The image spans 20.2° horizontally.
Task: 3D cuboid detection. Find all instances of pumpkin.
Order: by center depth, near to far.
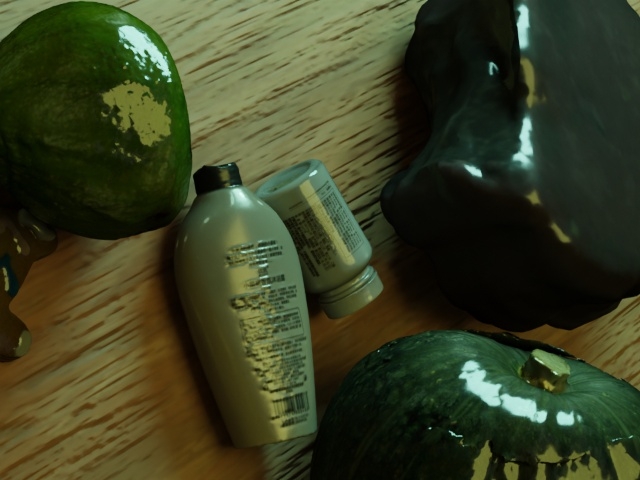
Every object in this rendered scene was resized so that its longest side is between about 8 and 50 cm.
[{"bbox_3d":[0.160,0.219,1.624,0.328,0.291,0.257,11,108,-18],"label":"pumpkin"}]

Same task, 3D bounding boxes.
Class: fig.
[{"bbox_3d":[-0.228,-0.088,1.465,0.235,0.203,0.203,-10,86,-15],"label":"fig"}]

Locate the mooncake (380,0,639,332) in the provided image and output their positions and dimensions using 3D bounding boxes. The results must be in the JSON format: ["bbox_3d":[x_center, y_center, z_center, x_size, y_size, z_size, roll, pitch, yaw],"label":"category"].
[{"bbox_3d":[0.224,-0.088,1.833,0.351,0.212,0.381,38,49,-23],"label":"mooncake"}]

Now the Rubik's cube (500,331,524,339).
[{"bbox_3d":[0.191,0.159,1.815,0.133,0.112,0.133,13,70,-43],"label":"Rubik's cube"}]

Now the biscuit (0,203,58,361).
[{"bbox_3d":[-0.285,0.047,1.453,0.138,0.031,0.205,39,57,-30],"label":"biscuit"}]

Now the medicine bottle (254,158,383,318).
[{"bbox_3d":[0.000,0.000,1.698,0.079,0.079,0.140,-43,109,-41],"label":"medicine bottle"}]

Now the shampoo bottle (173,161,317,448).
[{"bbox_3d":[-0.068,0.055,1.619,0.127,0.078,0.256,-10,88,-33],"label":"shampoo bottle"}]
